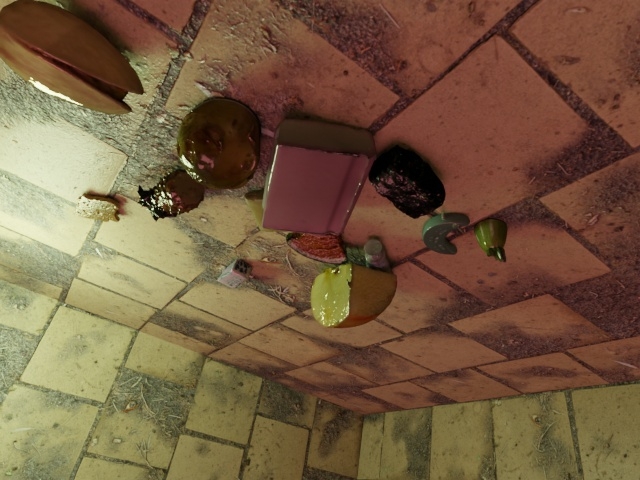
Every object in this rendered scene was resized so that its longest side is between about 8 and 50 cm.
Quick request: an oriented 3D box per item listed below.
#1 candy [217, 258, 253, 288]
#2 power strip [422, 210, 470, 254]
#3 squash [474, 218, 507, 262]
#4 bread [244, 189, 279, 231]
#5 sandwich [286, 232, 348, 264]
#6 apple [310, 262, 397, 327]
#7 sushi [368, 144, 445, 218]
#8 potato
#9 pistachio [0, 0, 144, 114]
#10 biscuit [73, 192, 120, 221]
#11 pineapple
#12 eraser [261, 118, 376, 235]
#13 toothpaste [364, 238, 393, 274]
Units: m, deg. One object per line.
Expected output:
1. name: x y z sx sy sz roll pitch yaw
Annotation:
1. candy: -0.374 0.148 1.873 0.092 0.073 0.160 34 141 -22
2. power strip: 0.408 -0.029 1.404 0.137 0.044 0.216 7 146 9
3. squash: 0.542 0.013 1.345 0.105 0.132 0.105 6 145 4
4. bread: -0.170 -0.102 1.460 0.140 0.060 0.178 1 144 14
5. sandwich: -0.007 0.001 1.556 0.235 0.079 0.159 7 135 0
6. apple: 0.107 0.201 1.645 0.252 0.314 0.309 55 149 -2
7. sushi: 0.248 -0.164 1.189 0.225 0.124 0.127 36 139 -22
8. potato: -0.298 -0.231 1.203 0.247 0.196 0.299 17 147 -5
9. pistachio: -0.586 -0.422 1.012 0.318 0.214 0.193 27 105 -29
10. biscuit: -0.879 -0.125 1.668 0.250 0.035 0.162 -7 136 25
11. pineapple: -0.530 -0.148 1.453 0.310 0.141 0.170 -14 143 43
12. eraser: -0.021 -0.168 1.228 0.273 0.122 0.359 6 144 -9
13. toothpaste: 0.219 0.093 1.626 0.114 0.073 0.299 0 153 14
